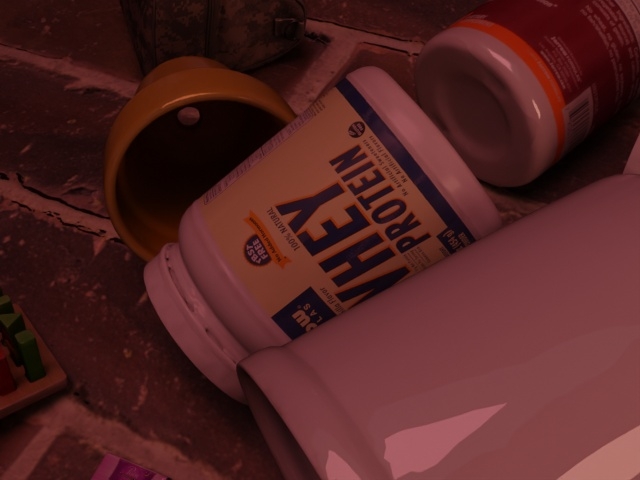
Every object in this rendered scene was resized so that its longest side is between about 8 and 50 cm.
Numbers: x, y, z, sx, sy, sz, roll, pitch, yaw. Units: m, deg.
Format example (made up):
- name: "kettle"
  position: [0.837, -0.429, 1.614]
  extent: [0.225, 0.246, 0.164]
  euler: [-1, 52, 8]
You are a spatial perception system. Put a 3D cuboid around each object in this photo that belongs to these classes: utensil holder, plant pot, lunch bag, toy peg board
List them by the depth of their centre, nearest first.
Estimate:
- name: "utensil holder"
  position: [0.172, 0.158, 0.691]
  extent: [0.385, 0.327, 0.327]
  euler: [-28, 54, -15]
- name: "toy peg board"
  position: [-0.403, 0.128, 0.910]
  extent: [0.161, 0.079, 0.161]
  euler: [-24, 44, -29]
- name: "plant pot"
  position: [-0.152, -0.117, 1.015]
  extent: [0.254, 0.254, 0.239]
  euler: [-18, 36, -7]
- name: "lunch bag"
  position: [-0.179, -0.410, 1.267]
  extent: [0.256, 0.212, 0.305]
  euler: [-9, 50, -21]

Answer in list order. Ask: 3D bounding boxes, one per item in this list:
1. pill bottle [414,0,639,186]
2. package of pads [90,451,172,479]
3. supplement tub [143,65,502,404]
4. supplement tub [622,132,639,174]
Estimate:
- name: "pill bottle"
  position: [0.337, -0.263, 1.061]
  extent: [0.392, 0.224, 0.224]
  euler: [-36, 56, -20]
- name: "package of pads"
  position: [-0.204, 0.262, 0.842]
  extent: [0.083, 0.032, 0.050]
  euler: [16, 57, 19]
- name: "supplement tub"
  position: [0.000, 0.000, 0.845]
  extent: [0.325, 0.235, 0.235]
  euler: [-39, 54, 7]
- name: "supplement tub"
  position: [0.517, -0.045, 0.857]
  extent: [0.331, 0.241, 0.241]
  euler: [27, 60, 25]
